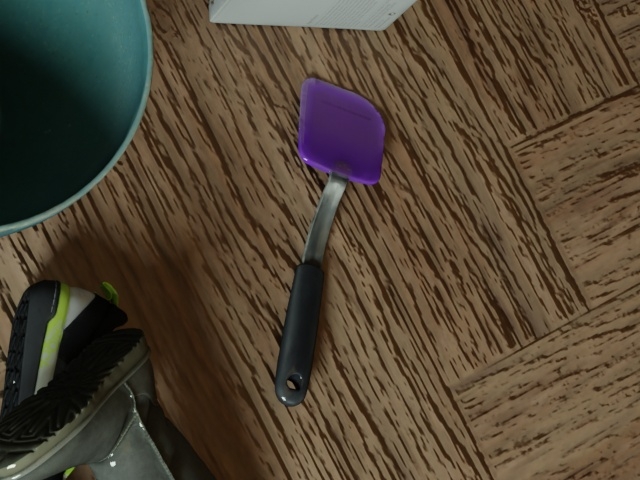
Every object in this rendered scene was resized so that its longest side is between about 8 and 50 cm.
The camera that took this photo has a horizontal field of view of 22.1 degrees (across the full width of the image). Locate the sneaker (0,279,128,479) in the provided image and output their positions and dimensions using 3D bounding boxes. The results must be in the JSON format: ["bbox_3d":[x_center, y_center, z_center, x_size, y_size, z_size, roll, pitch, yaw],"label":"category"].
[{"bbox_3d":[-0.193,0.140,1.254,0.097,0.084,0.235,13,73,-21],"label":"sneaker"}]

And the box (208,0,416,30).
[{"bbox_3d":[-0.010,-0.261,1.427,0.170,0.091,0.130,-1,77,-22],"label":"box"}]

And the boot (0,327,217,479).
[{"bbox_3d":[-0.145,0.194,1.218,0.189,0.076,0.209,-40,121,-43],"label":"boot"}]

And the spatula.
[{"bbox_3d":[0.000,0.000,1.396,0.084,0.030,0.297,18,70,-19],"label":"spatula"}]

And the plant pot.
[{"bbox_3d":[-0.291,-0.123,1.221,0.290,0.195,0.290,6,74,-21],"label":"plant pot"}]
